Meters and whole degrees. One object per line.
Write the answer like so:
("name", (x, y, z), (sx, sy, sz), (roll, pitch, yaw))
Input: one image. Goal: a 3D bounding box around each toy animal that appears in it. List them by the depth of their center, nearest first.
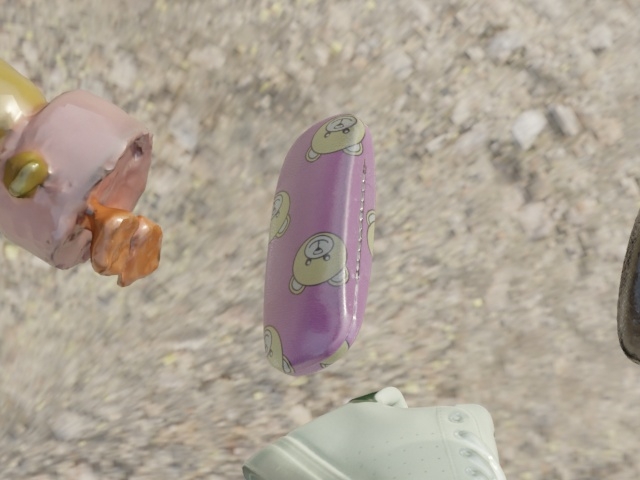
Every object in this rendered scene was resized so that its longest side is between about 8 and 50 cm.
("toy animal", (-0.277, -0.075, 1.601), (0.281, 0.195, 0.169), (20, 86, 14))

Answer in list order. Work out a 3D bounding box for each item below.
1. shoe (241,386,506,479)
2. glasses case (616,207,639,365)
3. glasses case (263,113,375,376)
("shoe", (0.090, 0.196, 1.210), (0.160, 0.363, 0.132), (-35, 115, -18))
("glasses case", (0.242, -0.008, 0.953), (0.082, 0.321, 0.122), (17, 107, 26))
("glasses case", (0.000, 0.000, 1.861), (0.076, 0.123, 0.316), (32, 48, -35))
